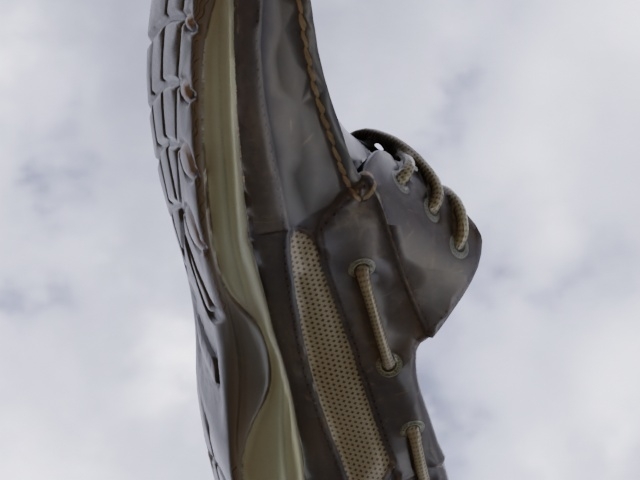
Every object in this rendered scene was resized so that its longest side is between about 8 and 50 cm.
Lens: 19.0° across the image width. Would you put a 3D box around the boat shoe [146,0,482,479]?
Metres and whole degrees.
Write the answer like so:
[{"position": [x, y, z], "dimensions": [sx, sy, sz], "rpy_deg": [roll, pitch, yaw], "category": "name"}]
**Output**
[{"position": [0.000, 0.000, 0.891], "dimensions": [0.132, 0.130, 0.355], "rpy_deg": [-118, -161, -55], "category": "boat shoe"}]
